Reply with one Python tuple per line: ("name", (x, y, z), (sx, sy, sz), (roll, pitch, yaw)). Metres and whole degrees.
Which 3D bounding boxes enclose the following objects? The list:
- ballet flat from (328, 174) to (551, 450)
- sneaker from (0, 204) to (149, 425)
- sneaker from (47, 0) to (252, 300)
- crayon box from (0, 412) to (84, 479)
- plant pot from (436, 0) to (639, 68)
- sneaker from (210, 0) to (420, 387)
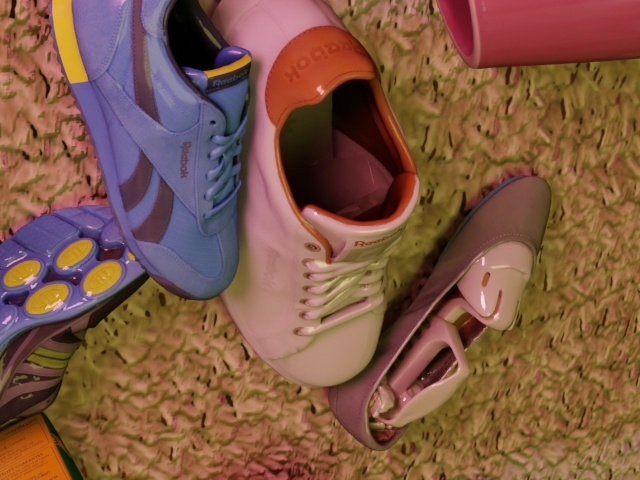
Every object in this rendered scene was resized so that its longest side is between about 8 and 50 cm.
("ballet flat", (0.092, 0.054, 0.981), (0.213, 0.068, 0.072), (-49, 134, 9))
("sneaker", (-0.165, 0.050, 0.831), (0.188, 0.067, 0.078), (-42, 156, 0))
("sneaker", (-0.068, -0.052, 0.767), (0.082, 0.069, 0.209), (0, 126, 23))
("crayon box", (-0.243, 0.235, 0.840), (0.278, 0.165, 0.081), (-28, 134, -11))
("plant pot", (0.147, -0.175, 0.772), (0.180, 0.201, 0.201), (-16, 131, -2))
("sneaker", (0.000, 0.000, 0.847), (0.106, 0.123, 0.290), (-25, 134, -16))
